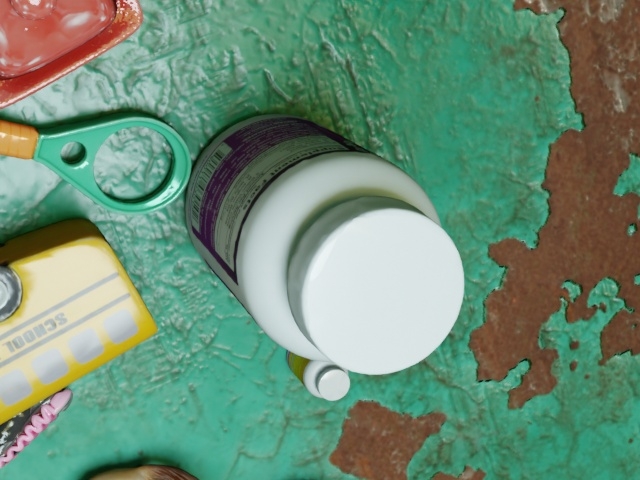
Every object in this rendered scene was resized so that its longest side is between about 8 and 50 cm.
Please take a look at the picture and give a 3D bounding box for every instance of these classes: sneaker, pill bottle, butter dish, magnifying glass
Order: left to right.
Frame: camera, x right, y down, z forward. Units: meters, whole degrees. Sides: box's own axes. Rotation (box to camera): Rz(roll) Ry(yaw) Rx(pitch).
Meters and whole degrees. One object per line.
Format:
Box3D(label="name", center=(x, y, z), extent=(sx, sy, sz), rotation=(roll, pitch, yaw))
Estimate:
Box3D(label="sneaker", center=(-0.279, 0.162, 1.119), extent=(0.119, 0.047, 0.057), rotation=(-45, 92, -3))
Box3D(label="butter dish", center=(-0.231, -0.197, 0.986), extent=(0.160, 0.118, 0.159), rotation=(-31, 112, -8))
Box3D(label="magnifying glass", center=(-0.219, -0.077, 1.062), extent=(0.231, 0.026, 0.092), rotation=(11, 109, -26))
Box3D(label="pill bottle", center=(0.000, 0.121, 1.175), extent=(0.043, 0.083, 0.043), rotation=(-5, 106, -17))
Box3D(label="pill bottle", center=(0.000, 0.000, 1.021), extent=(0.169, 0.301, 0.169), rotation=(-5, 107, -18))

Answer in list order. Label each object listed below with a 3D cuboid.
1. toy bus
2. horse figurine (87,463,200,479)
Box3D(label="toy bus", center=(-0.315, 0.098, 1.042), extent=(0.333, 0.108, 0.130), rotation=(-30, 108, -9))
Box3D(label="horse figurine", center=(-0.204, 0.282, 1.146), extent=(0.263, 0.066, 0.174), rotation=(-30, 86, -1))
